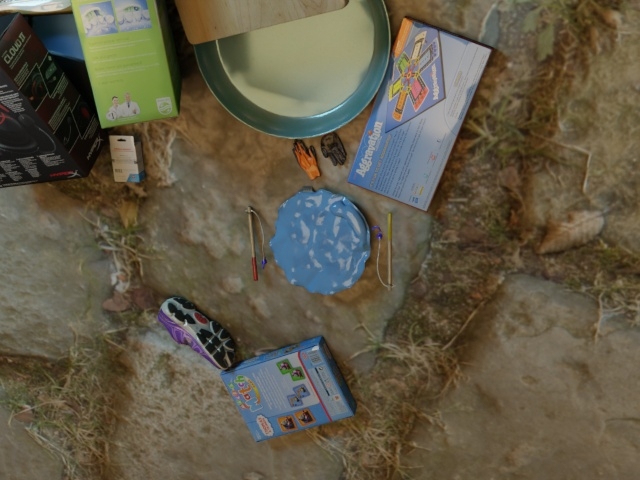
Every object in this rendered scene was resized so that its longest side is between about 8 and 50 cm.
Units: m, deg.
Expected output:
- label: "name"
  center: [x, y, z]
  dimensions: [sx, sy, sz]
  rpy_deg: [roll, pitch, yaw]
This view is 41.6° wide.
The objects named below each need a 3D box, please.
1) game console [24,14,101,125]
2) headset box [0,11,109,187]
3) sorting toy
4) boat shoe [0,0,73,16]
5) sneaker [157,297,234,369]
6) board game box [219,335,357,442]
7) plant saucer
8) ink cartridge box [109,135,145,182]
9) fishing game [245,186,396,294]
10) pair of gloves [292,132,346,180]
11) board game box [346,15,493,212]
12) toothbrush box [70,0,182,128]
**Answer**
- label: "game console"
  center: [-0.470, -0.405, 1.379]
  dimensions: [0.342, 0.060, 0.386]
  rpy_deg: [17, 115, 6]
- label: "headset box"
  center: [-0.519, -0.226, 1.356]
  dimensions: [0.218, 0.110, 0.293]
  rpy_deg: [-5, 139, 24]
- label: "sorting toy"
  center: [-0.101, -0.439, 1.201]
  dimensions: [0.255, 0.089, 0.257]
  rpy_deg: [-7, 113, 23]
- label: "boat shoe"
  center: [-0.506, -0.396, 1.316]
  dimensions: [0.277, 0.098, 0.096]
  rpy_deg: [-4, 104, -2]
- label: "sneaker"
  center: [-0.231, 0.177, 1.570]
  dimensions: [0.170, 0.068, 0.071]
  rpy_deg: [43, 131, 3]
- label: "board game box"
  center: [-0.060, 0.280, 1.574]
  dimensions: [0.211, 0.039, 0.160]
  rpy_deg: [-20, 106, 20]
- label: "plant saucer"
  center: [-0.044, -0.318, 1.320]
  dimensions: [0.318, 0.043, 0.317]
  rpy_deg: [5, 113, 12]
- label: "ink cartridge box"
  center: [-0.337, -0.145, 1.469]
  dimensions: [0.048, 0.028, 0.083]
  rpy_deg: [3, 113, 12]
- label: "fishing game"
  center: [0.000, 0.000, 1.445]
  dimensions: [0.264, 0.041, 0.189]
  rpy_deg: [-1, 104, 20]
- label: "pair of gloves"
  center: [-0.002, -0.147, 1.398]
  dimensions: [0.083, 0.010, 0.074]
  rpy_deg: [-25, 103, 19]
- label: "board game box"
  center: [0.152, -0.195, 1.332]
  dimensions: [0.145, 0.027, 0.281]
  rpy_deg: [21, 115, 3]
- label: "toothbrush box"
  center: [-0.291, -0.337, 1.253]
  dimensions: [0.122, 0.206, 0.283]
  rpy_deg: [-11, 116, -3]
